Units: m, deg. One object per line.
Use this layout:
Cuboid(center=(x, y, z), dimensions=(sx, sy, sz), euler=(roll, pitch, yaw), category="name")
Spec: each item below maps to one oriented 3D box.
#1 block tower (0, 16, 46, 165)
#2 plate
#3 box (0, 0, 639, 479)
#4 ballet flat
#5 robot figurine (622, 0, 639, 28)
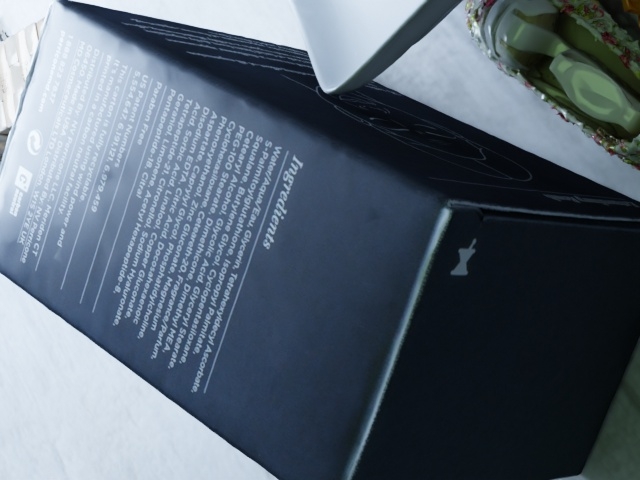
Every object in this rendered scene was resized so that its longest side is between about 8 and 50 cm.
Cuboid(center=(-0.320, -0.131, 1.446), dimensions=(0.335, 0.097, 0.091), euler=(-21, 75, 36), category="block tower")
Cuboid(center=(0.087, -0.253, 1.058), dimensions=(0.277, 0.045, 0.278), euler=(-43, 32, 17), category="plate")
Cuboid(center=(0.000, 0.000, 1.035), dimensions=(0.395, 0.294, 0.212), euler=(30, 107, 38), category="box")
Cuboid(center=(0.180, -0.134, 1.032), dimensions=(0.241, 0.077, 0.091), euler=(41, 114, 35), category="ballet flat")
Cuboid(center=(0.326, -0.240, 0.909), dimensions=(0.291, 0.085, 0.211), euler=(-18, 77, 38), category="robot figurine")
